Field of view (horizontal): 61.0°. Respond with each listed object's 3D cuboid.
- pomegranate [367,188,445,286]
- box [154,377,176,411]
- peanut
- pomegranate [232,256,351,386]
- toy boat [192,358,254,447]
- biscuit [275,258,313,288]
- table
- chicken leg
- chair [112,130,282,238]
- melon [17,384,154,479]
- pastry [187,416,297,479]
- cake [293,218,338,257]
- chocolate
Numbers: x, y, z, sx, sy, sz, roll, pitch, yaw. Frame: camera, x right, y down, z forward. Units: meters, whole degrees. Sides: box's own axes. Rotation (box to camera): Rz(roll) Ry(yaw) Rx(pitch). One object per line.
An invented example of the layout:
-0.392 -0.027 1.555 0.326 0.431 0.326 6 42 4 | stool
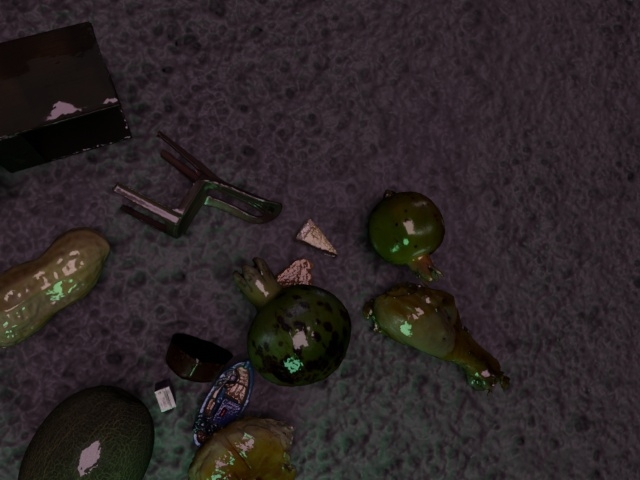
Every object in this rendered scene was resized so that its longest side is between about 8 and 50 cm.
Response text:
0.222 -0.013 1.329 0.198 0.198 0.246 -15 44 -16 | pomegranate
-0.347 0.345 1.218 0.036 0.117 0.051 -20 92 -17 | box
-0.593 0.095 1.173 0.313 0.149 0.149 -39 95 -14 | peanut
-0.058 0.173 1.233 0.242 0.242 0.306 -12 72 -14 | pomegranate
-0.220 0.377 1.258 0.100 0.097 0.223 29 80 -13 | toy boat
-0.086 0.160 1.340 0.162 0.035 0.250 28 80 -9 | biscuit
-0.578 -0.297 1.149 0.281 0.250 0.196 -20 89 -14 | table
0.316 0.255 1.388 0.429 0.153 0.201 39 94 -16 | chicken leg
-0.274 -0.080 1.246 0.326 0.175 0.183 31 70 -3 | chair
-0.478 0.454 1.115 0.237 0.237 0.302 31 82 -9 | melon
-0.171 0.515 1.210 0.235 0.121 0.257 -6 114 -29 | pastry
0.000 0.000 1.366 0.121 0.052 0.065 28 77 -9 | cake
-0.283 0.284 1.247 0.148 0.125 0.080 23 97 -15 | chocolate
